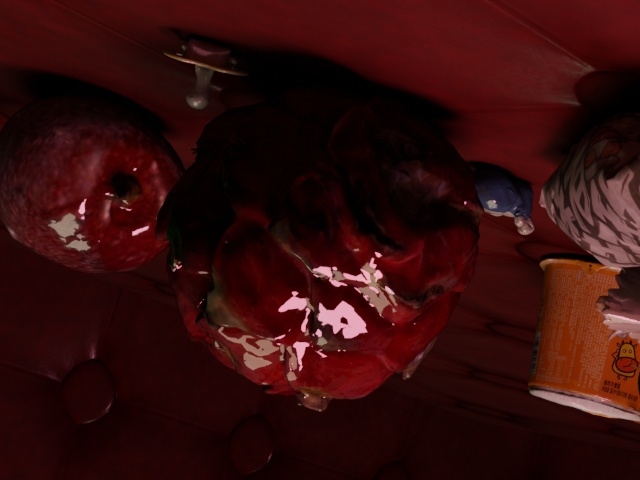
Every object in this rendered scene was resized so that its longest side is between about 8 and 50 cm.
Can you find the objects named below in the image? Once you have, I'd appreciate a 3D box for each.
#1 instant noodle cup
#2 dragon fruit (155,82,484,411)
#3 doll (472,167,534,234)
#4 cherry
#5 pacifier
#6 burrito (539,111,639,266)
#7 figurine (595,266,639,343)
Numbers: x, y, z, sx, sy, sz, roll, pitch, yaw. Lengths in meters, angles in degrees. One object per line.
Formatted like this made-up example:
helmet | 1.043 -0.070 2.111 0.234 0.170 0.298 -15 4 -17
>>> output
instant noodle cup | 0.365 0.131 2.034 0.215 0.172 0.216 16 171 2
dragon fruit | -0.002 0.000 1.545 0.329 0.329 0.329 15 170 3
doll | 0.186 -0.048 1.695 0.083 0.050 0.076 22 -174 -37
cherry | -0.280 -0.070 1.885 0.230 0.203 0.300 22 -177 -38
pacifier | -0.112 -0.157 1.523 0.083 0.064 0.068 16 -173 2
burrito | 0.276 -0.043 1.378 0.139 0.101 0.445 38 178 5
figurine | 0.390 0.078 1.558 0.207 0.166 0.387 -7 -171 -4
